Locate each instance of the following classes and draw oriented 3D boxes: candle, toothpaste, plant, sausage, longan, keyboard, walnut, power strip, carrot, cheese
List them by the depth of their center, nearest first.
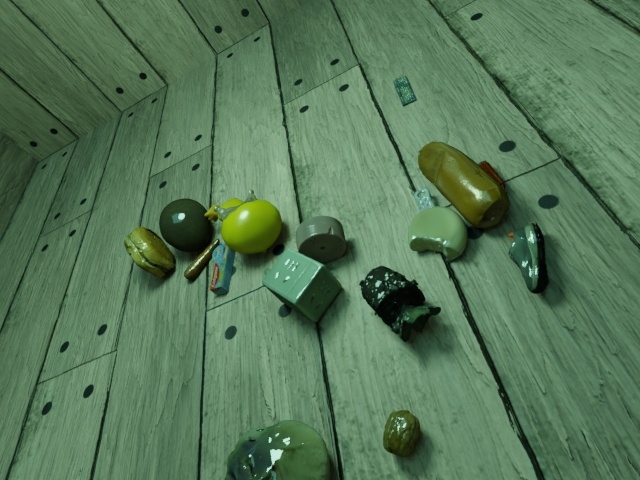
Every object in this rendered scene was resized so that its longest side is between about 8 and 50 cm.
[{"bbox_3d":[0.176,0.416,0.939,0.079,0.082,0.096,-18,43,58],"label":"walnut"},{"bbox_3d":[0.194,0.157,1.094,0.142,0.131,0.203,-45,46,-12],"label":"plant"},{"bbox_3d":[0.333,-0.059,1.223,0.163,0.071,0.249,-6,52,29],"label":"cheese"},{"bbox_3d":[0.487,-0.166,1.226,0.053,0.048,0.162,8,39,-15],"label":"candle"},{"bbox_3d":[0.393,-0.178,1.241,0.116,0.134,0.354,-9,43,-17],"label":"sausage"},{"bbox_3d":[-0.073,0.121,1.286,0.224,0.139,0.140,25,72,42],"label":"power strip"},{"bbox_3d":[0.000,0.000,1.330,0.154,0.154,0.078,-23,49,15],"label":"power strip"},{"bbox_3d":[-0.355,0.101,1.547,0.070,0.044,0.193,-17,48,22],"label":"toothpaste"},{"bbox_3d":[-0.440,0.070,1.628,0.047,0.047,0.191,23,66,42],"label":"carrot"},{"bbox_3d":[-0.523,-0.060,1.681,0.196,0.196,0.220,-21,59,17],"label":"longan"},{"bbox_3d":[0.326,-0.584,1.687,0.055,0.014,0.176,-19,48,14],"label":"keyboard"}]

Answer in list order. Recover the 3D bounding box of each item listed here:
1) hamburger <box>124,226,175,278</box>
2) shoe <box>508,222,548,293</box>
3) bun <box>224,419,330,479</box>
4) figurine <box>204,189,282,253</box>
[{"bbox_3d":[-0.666,0.043,1.681,0.108,0.214,0.214,-40,45,0],"label":"hamburger"},{"bbox_3d":[0.495,0.046,1.043,0.077,0.074,0.194,-15,45,37],"label":"shoe"},{"bbox_3d":[-0.108,0.533,0.963,0.272,0.168,0.273,-18,41,16],"label":"bun"},{"bbox_3d":[-0.282,-0.071,1.555,0.215,0.187,0.343,-40,36,-19],"label":"figurine"}]
